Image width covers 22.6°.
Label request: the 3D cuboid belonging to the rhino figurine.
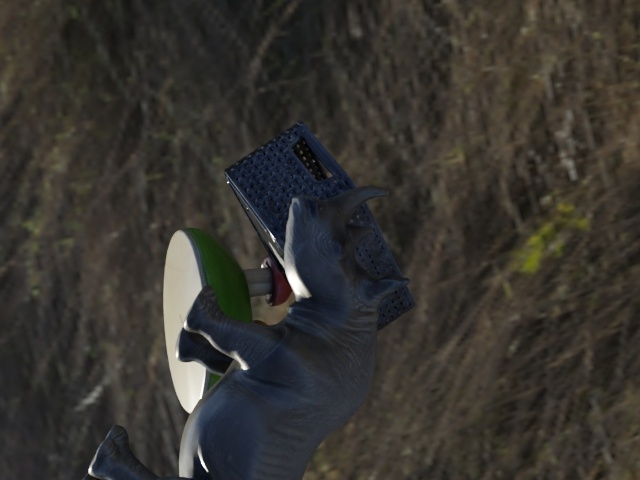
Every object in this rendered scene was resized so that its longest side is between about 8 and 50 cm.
[{"bbox_3d":[-0.030,0.073,0.868,0.106,0.243,0.073,33,170,1],"label":"rhino figurine"}]

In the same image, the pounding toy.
[{"bbox_3d":[-0.077,0.098,1.572,0.183,0.110,0.237,113,148,-54],"label":"pounding toy"}]

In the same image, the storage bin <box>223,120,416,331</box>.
[{"bbox_3d":[0.000,0.000,1.400,0.122,0.084,0.180,52,174,43],"label":"storage bin"}]
